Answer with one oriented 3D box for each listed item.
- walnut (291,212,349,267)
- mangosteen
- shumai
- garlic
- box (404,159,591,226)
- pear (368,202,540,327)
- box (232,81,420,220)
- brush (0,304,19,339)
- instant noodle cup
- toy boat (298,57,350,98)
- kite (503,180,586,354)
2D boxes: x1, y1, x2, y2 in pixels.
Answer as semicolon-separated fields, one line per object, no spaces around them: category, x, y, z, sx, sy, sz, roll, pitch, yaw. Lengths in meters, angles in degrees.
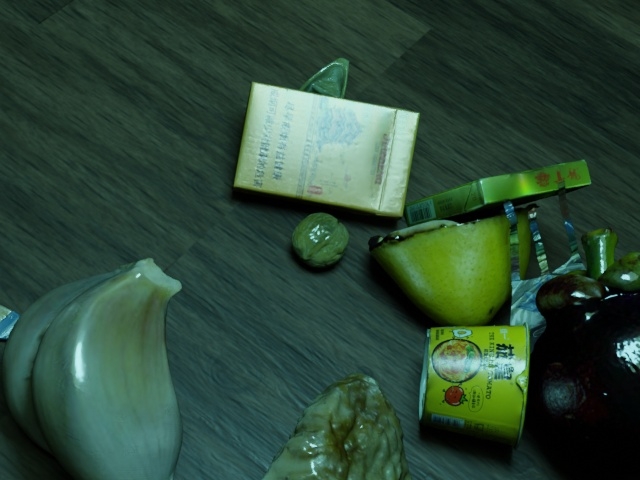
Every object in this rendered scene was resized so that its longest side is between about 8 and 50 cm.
walnut;0.000;0.000;1.944;0.092;0.092;0.092;5;53;-7
mangosteen;0.417;0.172;1.743;0.313;0.297;0.297;49;49;-26
shumai;0.065;0.337;1.586;0.262;0.267;0.314;25;60;11
garlic;-0.302;0.215;1.692;0.246;0.231;0.339;-12;85;-50
box;0.260;-0.067;1.914;0.173;0.311;0.043;-11;88;-18
pear;0.217;0.050;1.897;0.267;0.267;0.178;-11;83;-18
box;0.008;-0.140;2.003;0.274;0.076;0.174;10;87;-3
brush;-0.420;0.147;1.795;0.164;0.014;0.051;36;62;14
instant noodle cup;0.215;0.199;1.785;0.144;0.182;0.182;6;53;4
toy boat;-0.004;-0.234;2.120;0.089;0.071;0.185;28;53;11
kite;0.340;0.047;1.846;0.169;0.309;0.015;-21;36;-16
